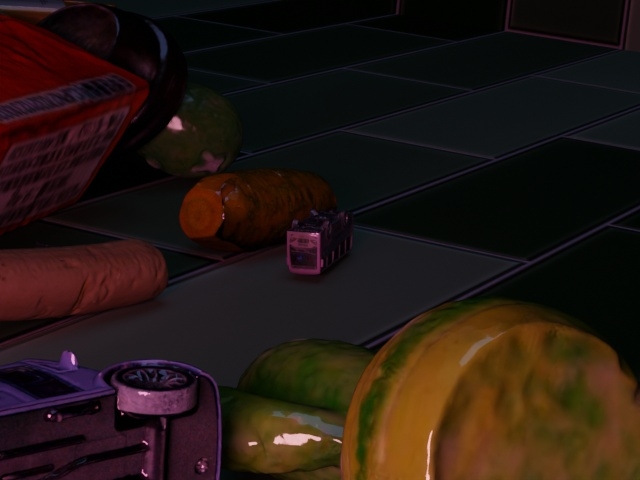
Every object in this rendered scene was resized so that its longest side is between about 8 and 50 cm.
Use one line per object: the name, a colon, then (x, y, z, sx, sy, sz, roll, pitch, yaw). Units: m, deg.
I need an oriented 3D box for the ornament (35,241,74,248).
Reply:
ornament: (-0.202, 0.021, 1.728, 0.125, 0.028, 0.073, 6, 14, 10)

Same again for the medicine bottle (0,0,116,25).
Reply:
medicine bottle: (-0.342, -0.220, 2.372, 0.222, 0.149, 0.112, 2, 14, -14)

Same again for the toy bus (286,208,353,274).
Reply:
toy bus: (0.000, 0.000, 1.834, 0.037, 0.052, 0.130, 4, 11, 14)

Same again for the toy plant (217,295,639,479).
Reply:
toy plant: (0.047, 0.125, 1.204, 0.224, 0.184, 0.316, 3, -2, -28)

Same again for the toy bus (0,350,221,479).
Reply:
toy bus: (-0.197, 0.137, 1.080, 0.292, 0.125, 0.133, -9, 20, -40)

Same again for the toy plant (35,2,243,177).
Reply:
toy plant: (-0.212, -0.152, 2.116, 0.218, 0.175, 0.235, 4, -25, 27)

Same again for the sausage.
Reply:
sausage: (-0.233, 0.032, 1.568, 0.066, 0.066, 0.301, 16, 12, 37)

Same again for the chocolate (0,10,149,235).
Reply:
chocolate: (-0.398, -0.137, 1.861, 0.341, 0.161, 0.360, 27, 20, 12)

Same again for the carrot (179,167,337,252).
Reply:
carrot: (-0.062, -0.029, 1.880, 0.082, 0.082, 0.173, 15, 11, 35)
